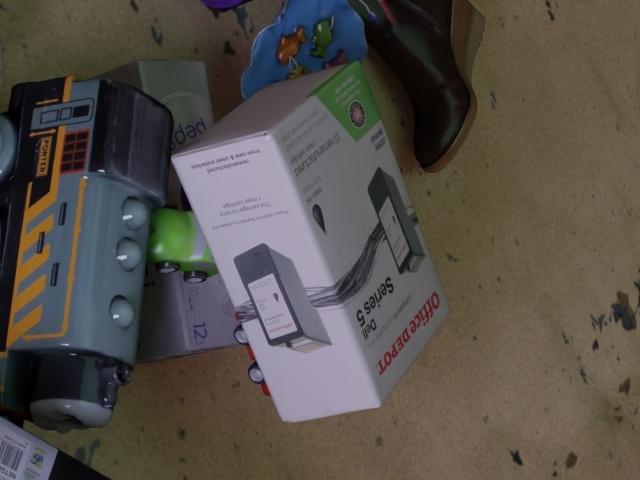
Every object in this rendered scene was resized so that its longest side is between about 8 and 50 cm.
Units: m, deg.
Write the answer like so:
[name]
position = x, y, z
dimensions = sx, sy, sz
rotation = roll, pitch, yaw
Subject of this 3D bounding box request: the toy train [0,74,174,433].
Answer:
[toy train]
position = -0.232, 0.011, 1.325
dimensions = 0.142, 0.190, 0.334
rotation = 32, 57, -53

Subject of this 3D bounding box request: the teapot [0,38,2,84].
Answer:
[teapot]
position = -0.340, -0.157, 1.226
dimensions = 0.252, 0.187, 0.256
rotation = -12, 84, -71

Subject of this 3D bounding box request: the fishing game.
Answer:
[fishing game]
position = -0.009, -0.180, 1.640
dimensions = 0.264, 0.041, 0.189
rotation = -54, 142, -14

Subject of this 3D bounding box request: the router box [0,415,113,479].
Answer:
[router box]
position = -0.249, 0.235, 1.223
dimensions = 0.309, 0.243, 0.081
rotation = 38, 55, -34

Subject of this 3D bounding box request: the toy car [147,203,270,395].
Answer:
[toy car]
position = -0.081, 0.016, 1.444
dimensions = 0.225, 0.053, 0.239
rotation = 21, 61, -54

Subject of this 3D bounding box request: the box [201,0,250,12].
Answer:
[box]
position = -0.099, -0.406, 1.623
dimensions = 0.165, 0.143, 0.270
rotation = 22, 64, -42

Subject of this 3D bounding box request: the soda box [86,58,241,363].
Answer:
[soda box]
position = -0.152, -0.029, 1.503
dimensions = 0.091, 0.098, 0.286
rotation = -5, 83, -48

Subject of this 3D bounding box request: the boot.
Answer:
[boot]
position = 0.093, -0.223, 1.846
dimensions = 0.207, 0.090, 0.248
rotation = 26, 62, -26

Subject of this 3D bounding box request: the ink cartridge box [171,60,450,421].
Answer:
[ink cartridge box]
position = 0.000, 0.000, 1.417
dimensions = 0.198, 0.114, 0.273
rotation = -46, 119, -54
